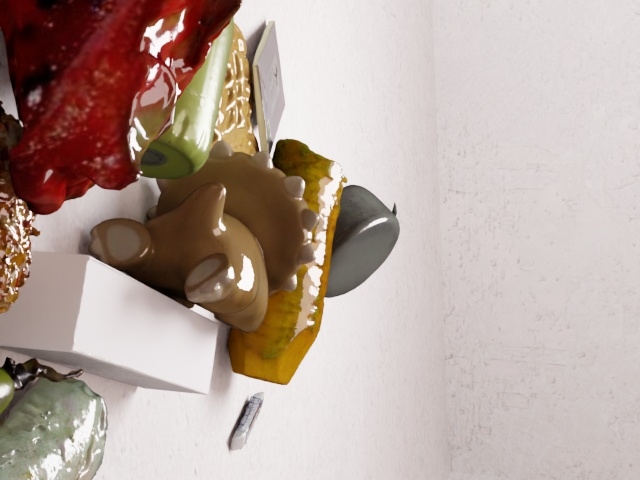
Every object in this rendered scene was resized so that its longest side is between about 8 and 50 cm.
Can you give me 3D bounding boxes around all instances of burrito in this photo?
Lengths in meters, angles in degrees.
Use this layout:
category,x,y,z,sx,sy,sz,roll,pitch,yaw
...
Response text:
category,x,y,z,sx,sy,sz,roll,pitch,yaw
burrito,-0.238,0.200,0.743,0.309,0.066,0.096,-56,141,-63

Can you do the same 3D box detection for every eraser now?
category,x,y,z,sx,sy,sz,roll,pitch,yaw
eraser,-0.179,0.081,0.910,0.298,0.078,0.076,45,50,-70
eraser,-0.097,0.238,1.357,0.099,0.019,0.027,-66,168,-53

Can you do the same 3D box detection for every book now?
category,x,y,z,sx,sy,sz,roll,pitch,yaw
book,-0.067,-0.198,1.332,0.182,0.014,0.127,-82,168,-60

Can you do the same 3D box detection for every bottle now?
category,x,y,z,sx,sy,sz,roll,pitch,yaw
bottle,-0.136,-0.192,0.949,0.112,0.112,0.260,60,36,-64

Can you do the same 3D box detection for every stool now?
category,x,y,z,sx,sy,sz,roll,pitch,yaw
stool,0.002,-0.006,1.427,0.228,0.139,0.153,-22,147,-42

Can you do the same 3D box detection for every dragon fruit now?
category,x,y,z,sx,sy,sz,roll,pitch,yaw
dragon fruit,-0.107,-0.174,0.738,0.286,0.227,0.329,56,23,-72

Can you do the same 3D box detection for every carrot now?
category,x,y,z,sx,sy,sz,roll,pitch,yaw
carrot,-0.040,0.030,1.301,0.114,0.114,0.302,32,69,-73

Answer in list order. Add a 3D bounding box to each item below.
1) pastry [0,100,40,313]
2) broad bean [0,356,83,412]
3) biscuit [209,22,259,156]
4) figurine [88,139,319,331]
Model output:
category,x,y,z,sx,sy,sz,roll,pitch,yaw
pastry,-0.233,-0.023,0.720,0.087,0.063,0.170,16,77,-71
broad bean,-0.264,0.097,0.644,0.075,0.067,0.325,-56,166,2
biscuit,-0.111,-0.111,1.204,0.202,0.044,0.289,-28,121,-72
figurine,-0.095,-0.014,1.010,0.173,0.177,0.247,-66,157,-8
